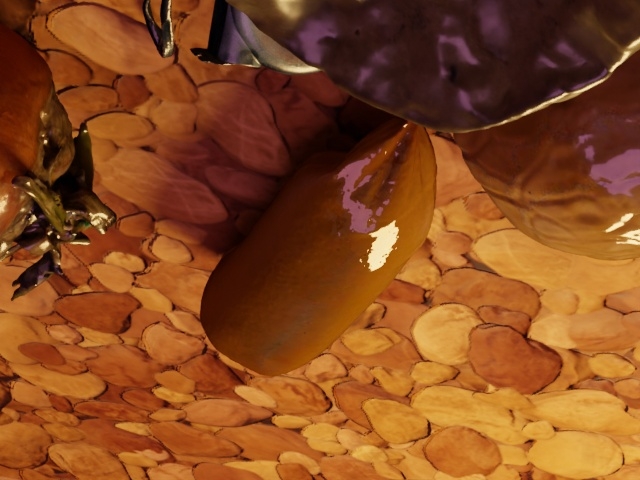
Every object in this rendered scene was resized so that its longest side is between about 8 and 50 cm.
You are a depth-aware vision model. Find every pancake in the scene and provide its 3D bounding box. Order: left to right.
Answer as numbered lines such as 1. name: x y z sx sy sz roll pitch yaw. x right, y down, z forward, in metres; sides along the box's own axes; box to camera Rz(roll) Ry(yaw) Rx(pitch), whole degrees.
1. pancake: 0.030 -0.136 0.630 0.242 0.050 0.242 14 146 10

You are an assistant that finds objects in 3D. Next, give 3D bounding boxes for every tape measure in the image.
1. tape measure: -0.043 -0.162 1.041 0.107 0.104 0.180 1 -172 -26

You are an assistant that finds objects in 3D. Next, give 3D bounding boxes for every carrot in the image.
1. carrot: -0.283 -0.069 1.100 0.331 0.214 0.193 22 147 -21

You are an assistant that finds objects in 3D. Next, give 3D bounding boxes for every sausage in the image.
1. sausage: 0.006 0.001 1.212 0.112 0.112 0.328 21 144 -15

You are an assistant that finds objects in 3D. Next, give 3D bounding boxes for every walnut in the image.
1. walnut: 0.188 -0.084 0.934 0.221 0.195 0.195 -5 144 29
